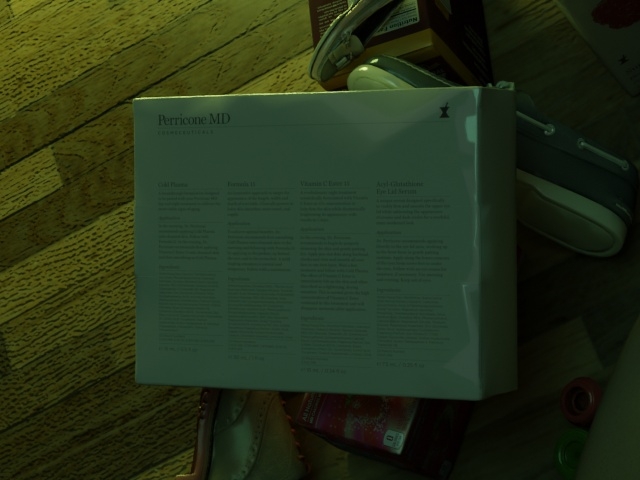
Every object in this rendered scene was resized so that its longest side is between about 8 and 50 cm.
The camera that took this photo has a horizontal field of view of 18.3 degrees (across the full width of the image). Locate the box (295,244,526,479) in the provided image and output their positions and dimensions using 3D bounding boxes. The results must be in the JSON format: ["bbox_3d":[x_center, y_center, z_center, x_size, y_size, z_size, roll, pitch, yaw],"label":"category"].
[{"bbox_3d":[0.092,0.096,1.992,0.128,0.122,0.257,15,78,31],"label":"box"}]

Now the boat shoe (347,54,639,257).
[{"bbox_3d":[0.176,-0.102,1.973,0.319,0.116,0.099,31,65,-5],"label":"boat shoe"}]

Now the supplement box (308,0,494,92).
[{"bbox_3d":[0.084,-0.229,2.082,0.129,0.191,0.194,-16,64,21],"label":"supplement box"}]

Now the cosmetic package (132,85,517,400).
[{"bbox_3d":[0.000,0.000,1.897,0.377,0.097,0.284,1,94,28],"label":"cosmetic package"}]

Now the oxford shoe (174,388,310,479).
[{"bbox_3d":[-0.069,0.204,2.058,0.130,0.123,0.348,14,75,3],"label":"oxford shoe"}]

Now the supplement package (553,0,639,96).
[{"bbox_3d":[0.288,-0.304,1.951,0.177,0.293,0.175,-37,59,10],"label":"supplement package"}]

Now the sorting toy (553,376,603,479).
[{"bbox_3d":[0.263,0.184,1.929,0.061,0.042,0.102,-1,82,42],"label":"sorting toy"}]

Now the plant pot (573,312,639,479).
[{"bbox_3d":[0.340,0.195,1.782,0.256,0.256,0.274,44,109,32],"label":"plant pot"}]

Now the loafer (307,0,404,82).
[{"bbox_3d":[0.036,-0.205,1.960,0.039,0.045,0.125,33,86,25],"label":"loafer"}]
